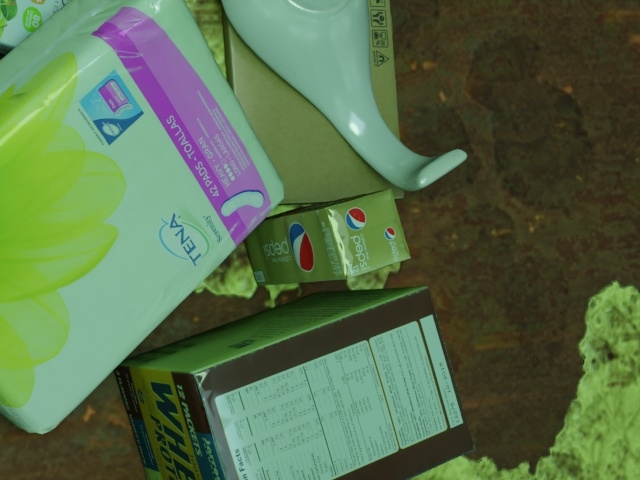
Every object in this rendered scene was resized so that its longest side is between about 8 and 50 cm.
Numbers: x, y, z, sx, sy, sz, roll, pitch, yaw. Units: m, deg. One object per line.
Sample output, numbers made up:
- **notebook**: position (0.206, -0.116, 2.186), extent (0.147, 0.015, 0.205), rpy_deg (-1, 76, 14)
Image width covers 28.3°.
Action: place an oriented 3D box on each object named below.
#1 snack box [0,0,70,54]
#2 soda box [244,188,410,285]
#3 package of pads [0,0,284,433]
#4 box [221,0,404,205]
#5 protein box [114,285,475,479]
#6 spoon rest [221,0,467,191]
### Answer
- **snack box**: position (-0.226, -0.193, 0.996), extent (0.141, 0.037, 0.100), rpy_deg (15, 81, -49)
- **soda box**: position (0.000, 0.000, 1.039), extent (0.061, 0.181, 0.058), rpy_deg (-17, 94, -25)
- **package of pads**: position (-0.182, -0.027, 0.960), extent (0.296, 0.101, 0.229), rpy_deg (-45, 132, -20)
- **box**: position (-0.006, -0.133, 1.134), extent (0.164, 0.021, 0.201), rpy_deg (-3, 88, -26)
- **protein box**: position (-0.027, 0.132, 1.008), extent (0.201, 0.200, 0.136), rpy_deg (-18, 94, -25)
- **spoon rest**: position (0.015, -0.160, 1.102), extent (0.137, 0.084, 0.276), rpy_deg (-32, 87, -25)
